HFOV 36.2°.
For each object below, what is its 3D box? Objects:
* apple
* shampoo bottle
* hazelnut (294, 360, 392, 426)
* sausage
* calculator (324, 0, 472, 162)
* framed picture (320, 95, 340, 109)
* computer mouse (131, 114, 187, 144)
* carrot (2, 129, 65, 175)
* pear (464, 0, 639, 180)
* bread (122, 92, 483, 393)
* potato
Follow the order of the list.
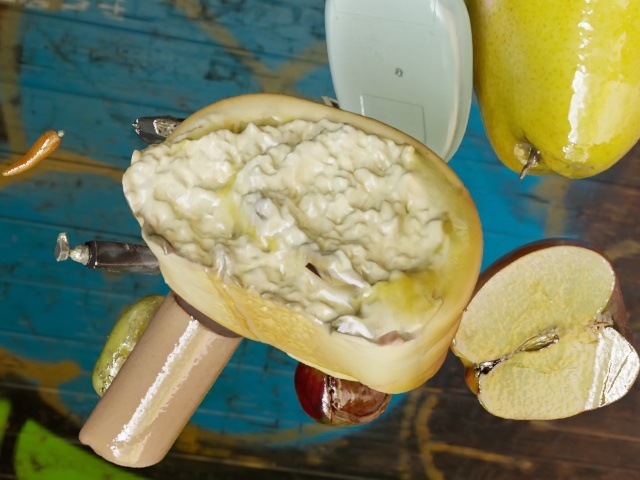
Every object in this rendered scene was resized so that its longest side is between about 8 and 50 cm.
[{"bbox_3d":[0.443,0.183,1.963,0.295,0.365,0.328,47,-159,-59],"label":"apple"},{"bbox_3d":[-0.393,0.026,1.827,0.057,0.208,0.063,-12,75,51],"label":"shampoo bottle"},{"bbox_3d":[0.039,0.255,1.762,0.170,0.160,0.202,61,-165,12],"label":"hazelnut"},{"bbox_3d":[-0.216,0.193,1.343,0.253,0.123,0.123,-56,11,10],"label":"sausage"},{"bbox_3d":[0.084,-0.206,1.087,0.042,0.184,0.295,-39,-46,-40],"label":"calculator"},{"bbox_3d":[0.086,-0.181,1.695,0.011,0.142,0.183,-53,41,26],"label":"framed picture"},{"bbox_3d":[-0.191,-0.149,1.417,0.099,0.172,0.057,2,71,55],"label":"computer mouse"},{"bbox_3d":[-0.500,-0.151,1.712,0.142,0.035,0.035,-35,24,17],"label":"carrot"},{"bbox_3d":[0.288,-0.237,1.124,0.285,0.285,0.336,105,-174,-47],"label":"pear"},{"bbox_3d":[0.000,0.000,0.907,0.211,0.316,0.270,-59,-17,-17],"label":"bread"},{"bbox_3d":[-0.371,0.219,1.997,0.251,0.113,0.149,-54,-37,-5],"label":"potato"}]
